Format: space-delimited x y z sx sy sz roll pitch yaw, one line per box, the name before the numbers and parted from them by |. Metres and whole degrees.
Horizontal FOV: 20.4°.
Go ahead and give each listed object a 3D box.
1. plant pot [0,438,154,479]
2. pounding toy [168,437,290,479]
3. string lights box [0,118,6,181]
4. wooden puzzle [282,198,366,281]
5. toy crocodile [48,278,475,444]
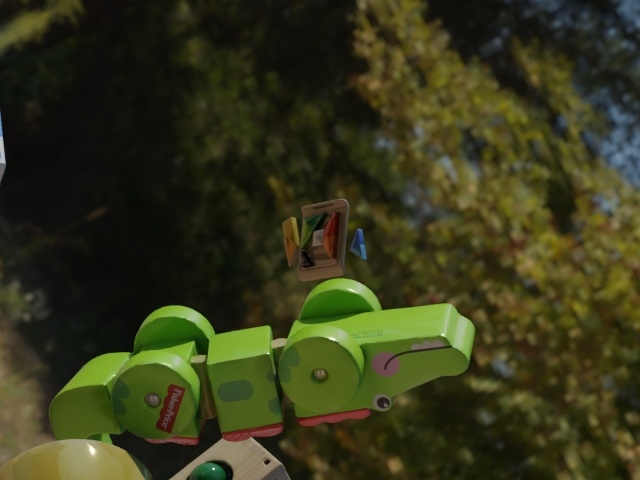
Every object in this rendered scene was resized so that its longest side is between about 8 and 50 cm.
plant pot | -0.177 0.225 1.279 0.095 0.134 0.134 -111 176 -57
pounding toy | -0.080 0.243 1.498 0.100 0.130 0.141 34 -25 47
string lights box | -0.358 -0.105 1.722 0.260 0.076 0.133 -107 -151 -48
wooden puzzle | 0.000 0.000 1.687 0.014 0.116 0.079 10 70 -39
toy crocodile | -0.048 0.107 1.374 0.115 0.340 0.105 -77 156 -68
